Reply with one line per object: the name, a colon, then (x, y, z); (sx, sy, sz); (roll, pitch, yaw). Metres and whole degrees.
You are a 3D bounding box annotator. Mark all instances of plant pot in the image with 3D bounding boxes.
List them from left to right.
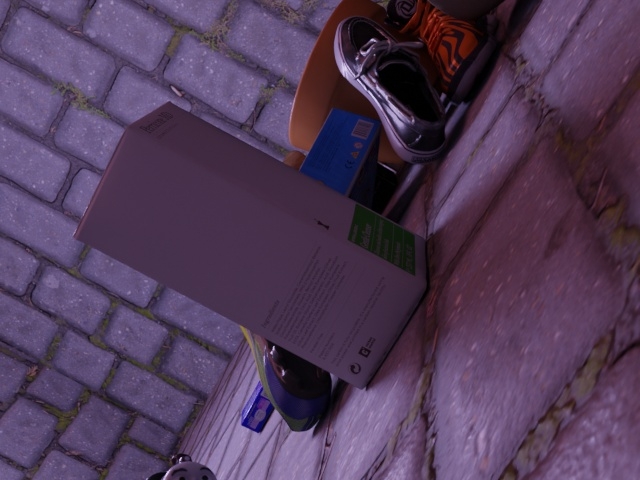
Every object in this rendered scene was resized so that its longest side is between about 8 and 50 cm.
plant pot: (0.097, -0.263, 1.705); (0.291, 0.203, 0.290); (24, -90, -80)

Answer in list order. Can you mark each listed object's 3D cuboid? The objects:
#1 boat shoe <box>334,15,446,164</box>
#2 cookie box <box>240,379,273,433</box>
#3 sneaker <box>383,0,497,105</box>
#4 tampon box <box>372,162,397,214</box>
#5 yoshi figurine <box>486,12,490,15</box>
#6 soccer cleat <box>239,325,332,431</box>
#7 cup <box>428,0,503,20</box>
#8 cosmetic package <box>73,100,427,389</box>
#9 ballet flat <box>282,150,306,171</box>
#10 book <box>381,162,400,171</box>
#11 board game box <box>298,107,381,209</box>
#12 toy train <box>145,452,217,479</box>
boat shoe: (0.106, -0.257, 1.474); (0.105, 0.113, 0.306); (95, 159, -54)
cookie box: (-0.110, 0.300, 1.796); (0.091, 0.040, 0.107); (-61, 4, 1)
sneaker: (0.182, -0.329, 1.556); (0.124, 0.180, 0.321); (-59, 4, 25)
tampon box: (0.071, -0.092, 1.833); (0.120, 0.101, 0.161); (-60, 4, 12)
yoshi figurine: (0.319, -0.556, 1.886); (0.203, 0.204, 0.362); (38, -120, -54)
soccer cleat: (-0.070, 0.133, 1.304); (0.289, 0.093, 0.121); (-121, 32, -43)
cup: (0.258, -0.522, 1.410); (0.237, 0.331, 0.331); (-20, 32, 39)
cosmetic package: (-0.071, -0.001, 1.126); (0.155, 0.366, 0.197); (-60, 5, 17)
ballet flat: (-0.073, 0.008, 1.771); (0.116, 0.124, 0.342); (12, 105, 57)
book: (0.143, -0.220, 1.880); (0.144, 0.096, 0.035); (-61, 4, -3)
board game box: (0.000, 0.000, 1.563); (0.302, 0.086, 0.308); (94, -162, -51)
toy train: (-0.197, 0.393, 1.184); (0.334, 0.142, 0.190); (125, 140, -50)
